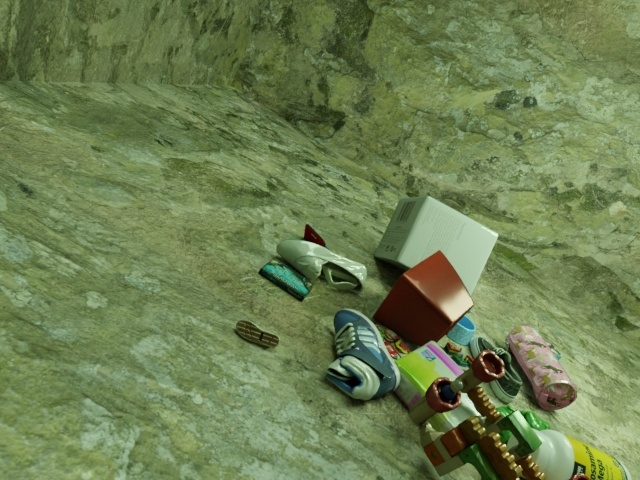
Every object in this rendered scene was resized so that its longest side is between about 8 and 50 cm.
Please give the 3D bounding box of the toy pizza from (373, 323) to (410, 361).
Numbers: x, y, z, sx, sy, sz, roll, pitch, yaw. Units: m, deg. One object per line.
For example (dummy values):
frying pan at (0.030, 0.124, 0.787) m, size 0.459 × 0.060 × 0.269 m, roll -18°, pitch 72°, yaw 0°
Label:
toy pizza at (0.244, 0.364, 1.713) m, size 0.201 × 0.032 × 0.201 m, roll 25°, pitch 24°, yaw -12°

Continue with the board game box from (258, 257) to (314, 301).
board game box at (-0.120, 0.139, 1.740) m, size 0.186 × 0.026 × 0.126 m, roll 33°, pitch 23°, yaw 5°

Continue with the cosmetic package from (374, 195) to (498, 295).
cosmetic package at (0.530, 0.024, 2.249) m, size 0.393 × 0.327 × 0.329 m, roll 26°, pitch -3°, yaw -11°

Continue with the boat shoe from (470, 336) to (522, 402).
boat shoe at (0.712, 0.488, 1.916) m, size 0.121 × 0.119 × 0.335 m, roll 22°, pitch 24°, yaw -20°

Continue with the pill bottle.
pill bottle at (0.740, 0.691, 1.449) m, size 0.334 × 0.188 × 0.188 m, roll 26°, pitch 23°, yaw -11°

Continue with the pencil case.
pencil case at (0.923, 0.532, 2.036) m, size 0.160 × 0.167 × 0.386 m, roll 55°, pitch 13°, yaw -24°

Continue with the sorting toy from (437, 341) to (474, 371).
sorting toy at (0.522, 0.440, 1.836) m, size 0.274 × 0.046 × 0.132 m, roll 22°, pitch 15°, yaw -35°

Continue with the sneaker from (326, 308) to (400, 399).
sneaker at (0.086, 0.334, 1.455) m, size 0.236 × 0.130 × 0.323 m, roll 10°, pitch 36°, yaw -48°

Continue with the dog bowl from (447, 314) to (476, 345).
dog bowl at (0.546, 0.330, 2.098) m, size 0.297 × 0.074 × 0.166 m, roll 39°, pitch 24°, yaw 17°

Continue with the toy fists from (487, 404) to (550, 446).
toy fists at (0.672, 0.630, 1.610) m, size 0.279 × 0.096 × 0.142 m, roll 18°, pitch 25°, yaw -24°

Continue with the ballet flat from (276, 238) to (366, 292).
ballet flat at (0.016, 0.107, 1.865) m, size 0.400 × 0.139 × 0.139 m, roll 21°, pitch 25°, yaw -24°

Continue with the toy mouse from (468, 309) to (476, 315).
toy mouse at (0.724, 0.320, 2.386) m, size 0.143 × 0.031 × 0.161 m, roll 42°, pitch 25°, yaw 25°

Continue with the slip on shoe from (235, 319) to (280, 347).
slip on shoe at (-0.181, 0.270, 1.385) m, size 0.135 × 0.051 × 0.041 m, roll 21°, pitch -16°, yaw -3°

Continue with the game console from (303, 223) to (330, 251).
game console at (0.000, 0.000, 2.101) m, size 0.085 × 0.124 × 0.144 m, roll -22°, pitch 51°, yaw -30°

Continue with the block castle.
block castle at (0.474, 0.535, 1.244) m, size 0.303 × 0.213 × 0.453 m, roll -13°, pitch 59°, yaw -37°

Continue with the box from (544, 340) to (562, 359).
box at (1.046, 0.524, 2.323) m, size 0.244 × 0.060 × 0.100 m, roll 18°, pitch 26°, yaw -27°

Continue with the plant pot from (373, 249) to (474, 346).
plant pot at (0.406, 0.240, 1.800) m, size 0.267 × 0.267 × 0.236 m, roll -26°, pitch 62°, yaw -41°

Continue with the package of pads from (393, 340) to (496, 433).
package of pads at (0.370, 0.475, 1.503) m, size 0.229 × 0.101 × 0.296 m, roll -14°, pitch 48°, yaw -42°
